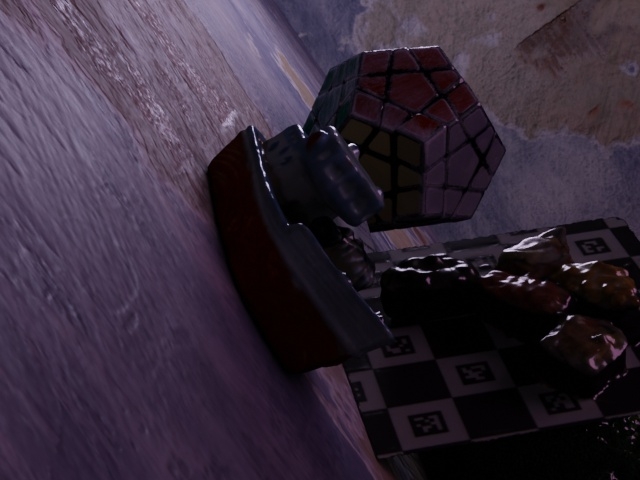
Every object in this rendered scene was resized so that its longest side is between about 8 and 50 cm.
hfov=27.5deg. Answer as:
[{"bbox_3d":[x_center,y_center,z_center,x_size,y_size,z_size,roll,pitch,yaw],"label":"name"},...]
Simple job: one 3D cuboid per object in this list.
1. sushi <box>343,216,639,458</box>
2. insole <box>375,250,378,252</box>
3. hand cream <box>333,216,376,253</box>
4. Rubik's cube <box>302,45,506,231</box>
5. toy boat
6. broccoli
[{"bbox_3d":[0.189,0.056,1.289,0.343,0.359,0.064,-109,-168,-59],"label":"sushi"},{"bbox_3d":[0.142,0.063,1.822,0.253,0.005,0.086,32,-5,17],"label":"insole"},{"bbox_3d":[0.050,0.008,1.718,0.109,0.067,0.321,48,16,-51],"label":"hand cream"},{"bbox_3d":[0.125,-0.153,2.024,0.319,0.264,0.319,54,8,-11],"label":"Rubik's cube"},{"bbox_3d":[0.000,0.000,1.144,0.145,0.133,0.332,52,9,-31],"label":"toy boat"},{"bbox_3d":[0.240,0.169,1.384,0.297,0.297,0.297,31,-25,17],"label":"broccoli"}]
